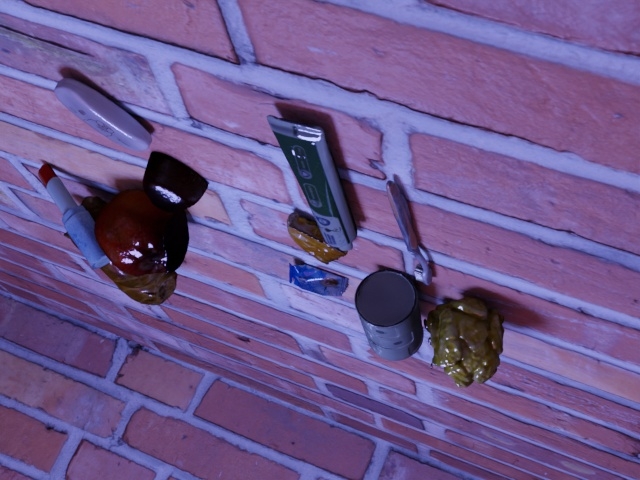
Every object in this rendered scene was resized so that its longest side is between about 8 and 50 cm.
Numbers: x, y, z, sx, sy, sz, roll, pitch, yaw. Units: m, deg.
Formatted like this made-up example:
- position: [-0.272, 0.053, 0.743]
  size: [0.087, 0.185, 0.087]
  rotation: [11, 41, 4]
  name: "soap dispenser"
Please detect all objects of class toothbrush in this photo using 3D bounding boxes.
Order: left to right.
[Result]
- position: [0.157, -0.005, 1.510]
  size: [0.037, 0.028, 0.375]
  rotation: [23, 162, 25]
  name: "toothbrush"

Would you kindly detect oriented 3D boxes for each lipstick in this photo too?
- position: [-0.569, -0.061, 1.979]
  size: [0.274, 0.061, 0.068]
  rotation: [54, 135, 12]
  name: "lipstick"

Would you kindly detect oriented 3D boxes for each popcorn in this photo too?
- position: [0.285, 0.199, 1.686]
  size: [0.174, 0.168, 0.195]
  rotation: [-12, 173, -7]
  name: "popcorn"

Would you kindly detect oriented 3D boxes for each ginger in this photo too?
- position: [-0.499, 0.016, 2.146]
  size: [0.274, 0.152, 0.357]
  rotation: [38, 165, 22]
  name: "ginger"

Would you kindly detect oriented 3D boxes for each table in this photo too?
- position: [0.146, 0.159, 1.791]
  size: [0.126, 0.126, 0.220]
  rotation: [18, 160, 17]
  name: "table"

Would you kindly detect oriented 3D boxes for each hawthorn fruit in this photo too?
- position: [-0.407, -0.030, 1.905]
  size: [0.251, 0.189, 0.189]
  rotation: [35, 168, 31]
  name: "hawthorn fruit"

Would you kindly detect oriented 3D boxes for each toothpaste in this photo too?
- position: [0.004, -0.084, 1.447]
  size: [0.099, 0.061, 0.392]
  rotation: [16, 155, 23]
  name: "toothpaste"

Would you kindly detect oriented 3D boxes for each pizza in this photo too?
- position: [0.000, 0.000, 1.680]
  size: [0.131, 0.041, 0.178]
  rotation: [7, 154, 45]
  name: "pizza"

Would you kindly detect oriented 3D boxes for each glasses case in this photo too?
- position: [-0.389, -0.224, 1.548]
  size: [0.193, 0.049, 0.074]
  rotation: [38, 156, -30]
  name: "glasses case"

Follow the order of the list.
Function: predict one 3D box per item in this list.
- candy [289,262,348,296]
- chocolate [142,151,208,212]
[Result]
- position: [-0.005, 0.089, 1.921]
  size: [0.136, 0.038, 0.088]
  rotation: [14, 145, 7]
  name: "candy"
- position: [-0.293, -0.098, 1.712]
  size: [0.125, 0.080, 0.148]
  rotation: [21, 158, 9]
  name: "chocolate"
